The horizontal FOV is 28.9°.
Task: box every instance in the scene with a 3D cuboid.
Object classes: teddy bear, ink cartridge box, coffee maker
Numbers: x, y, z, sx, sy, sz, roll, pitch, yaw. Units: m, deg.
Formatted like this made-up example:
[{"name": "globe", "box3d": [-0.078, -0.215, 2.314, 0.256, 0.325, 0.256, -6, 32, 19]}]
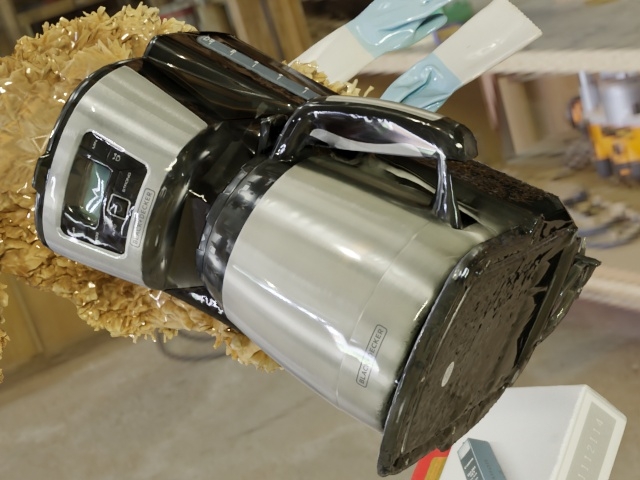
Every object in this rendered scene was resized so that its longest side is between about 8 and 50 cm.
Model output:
[{"name": "teddy bear", "box3d": [-0.126, -0.026, 0.641, 0.338, 0.113, 0.245, -4, 65, 2]}, {"name": "ink cartridge box", "box3d": [0.107, 0.270, 1.061, 0.261, 0.066, 0.296, -14, 45, 54]}, {"name": "coffee maker", "box3d": [0.000, 0.000, 0.505, 0.178, 0.120, 0.171, 30, 1, 23]}]

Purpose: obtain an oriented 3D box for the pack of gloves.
[{"name": "pack of gloves", "box3d": [0.092, -0.182, 1.296, 0.232, 0.046, 0.195, -37, 48, 1]}]
